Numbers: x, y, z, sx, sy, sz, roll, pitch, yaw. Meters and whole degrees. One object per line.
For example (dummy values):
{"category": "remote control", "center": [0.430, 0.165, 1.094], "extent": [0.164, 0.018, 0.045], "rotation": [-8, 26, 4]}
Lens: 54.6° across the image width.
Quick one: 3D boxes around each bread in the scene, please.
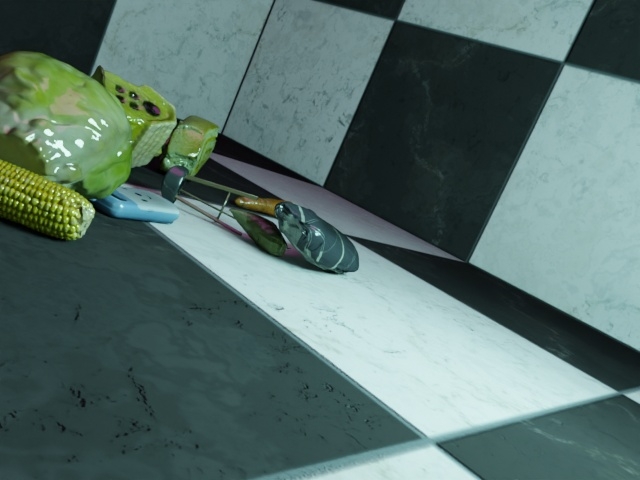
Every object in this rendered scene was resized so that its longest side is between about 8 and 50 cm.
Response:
{"category": "bread", "center": [-0.400, -0.275, 1.856], "extent": [0.124, 0.186, 0.257], "rotation": [27, 17, -7]}

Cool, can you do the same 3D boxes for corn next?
{"category": "corn", "center": [-0.458, -0.073, 0.905], "extent": [0.248, 0.081, 0.081], "rotation": [23, 9, -11]}

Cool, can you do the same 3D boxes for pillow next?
{"category": "pillow", "center": [0.000, 0.000, 1.460], "extent": [0.161, 0.092, 0.335], "rotation": [47, 8, 28]}

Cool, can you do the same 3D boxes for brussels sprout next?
{"category": "brussels sprout", "center": [-0.477, -0.186, 1.066], "extent": [0.274, 0.242, 0.316], "rotation": [41, 19, 6]}

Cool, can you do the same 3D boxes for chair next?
{"category": "chair", "center": [-0.270, -0.095, 1.479], "extent": [0.222, 0.104, 0.095], "rotation": [26, -17, -12]}

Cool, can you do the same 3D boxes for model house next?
{"category": "model house", "center": [-0.502, -0.309, 1.617], "extent": [0.234, 0.193, 0.174], "rotation": [10, 49, -41]}

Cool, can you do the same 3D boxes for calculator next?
{"category": "calculator", "center": [-0.377, -0.074, 1.235], "extent": [0.121, 0.039, 0.210], "rotation": [27, 11, 29]}

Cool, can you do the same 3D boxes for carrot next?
{"category": "carrot", "center": [-0.172, -0.104, 1.866], "extent": [0.210, 0.061, 0.061], "rotation": [9, 17, -43]}

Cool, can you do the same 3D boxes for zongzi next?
{"category": "zongzi", "center": [-0.137, -0.014, 1.392], "extent": [0.130, 0.062, 0.154], "rotation": [32, 10, -31]}
